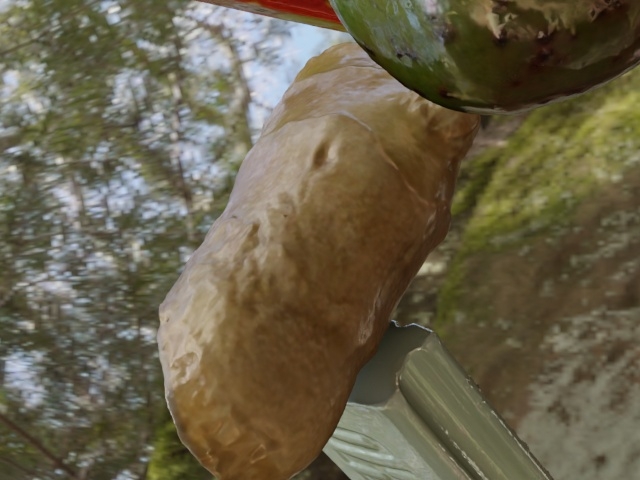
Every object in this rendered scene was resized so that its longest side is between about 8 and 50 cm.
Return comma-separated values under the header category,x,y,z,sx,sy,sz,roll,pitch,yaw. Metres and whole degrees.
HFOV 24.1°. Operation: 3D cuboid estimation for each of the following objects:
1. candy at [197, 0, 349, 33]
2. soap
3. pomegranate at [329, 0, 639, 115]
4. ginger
category,x,y,z,sx,sy,sz,roll,pitch,yaw
candy,-0.049,-0.261,1.232,0.276,0.088,0.146,11,-87,-17
soap,0.060,0.126,0.965,0.198,0.119,0.066,50,-118,-38
pomegranate,0.082,-0.175,0.695,0.202,0.202,0.247,-40,-48,-27
ginger,0.000,0.000,0.885,0.126,0.190,0.354,47,-132,-27
